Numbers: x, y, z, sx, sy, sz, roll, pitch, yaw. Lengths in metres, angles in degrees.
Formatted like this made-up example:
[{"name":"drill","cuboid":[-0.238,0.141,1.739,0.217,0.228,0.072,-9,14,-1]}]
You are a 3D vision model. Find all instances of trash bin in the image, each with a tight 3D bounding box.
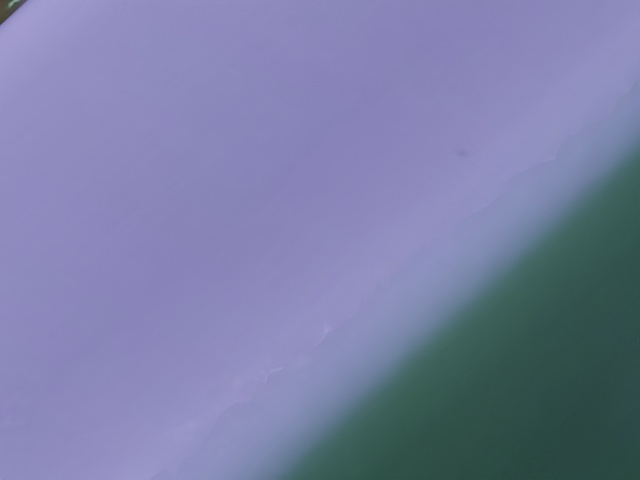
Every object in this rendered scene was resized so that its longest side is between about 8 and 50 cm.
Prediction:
[{"name":"trash bin","cuboid":[0.000,0.000,0.560,0.256,0.367,0.296,34,155,36]}]

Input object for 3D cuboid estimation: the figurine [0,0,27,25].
[{"name":"figurine","cuboid":[-0.089,-0.126,0.727,0.177,0.173,0.247,25,148,28]}]
